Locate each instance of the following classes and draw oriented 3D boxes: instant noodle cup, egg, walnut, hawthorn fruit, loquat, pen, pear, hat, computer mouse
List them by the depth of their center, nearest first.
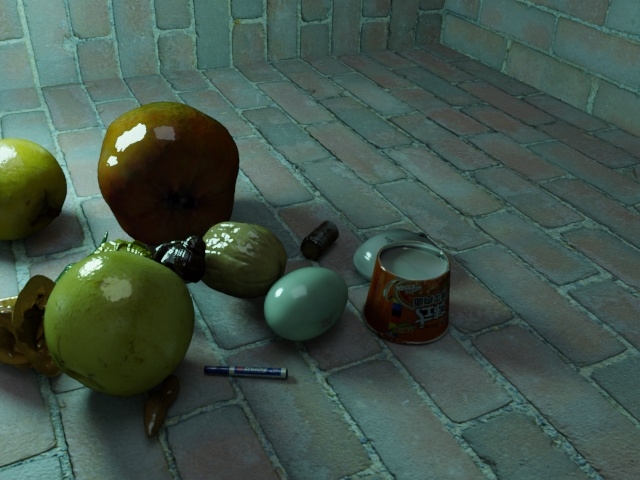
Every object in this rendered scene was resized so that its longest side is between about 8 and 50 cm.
[{"bbox_3d":[-0.459,0.187,1.532,0.349,0.348,0.348,2,32,-1],"label":"pear"},{"bbox_3d":[-0.182,0.319,1.626,0.204,0.025,0.025,3,32,0],"label":"pen"},{"bbox_3d":[-0.770,0.234,1.631,0.233,0.244,0.233,-16,6,11],"label":"hat"},{"bbox_3d":[-0.033,0.160,1.743,0.183,0.182,0.264,26,33,32],"label":"egg"},{"bbox_3d":[0.239,0.130,1.798,0.251,0.192,0.250,1,32,-1],"label":"instant noodle cup"},{"bbox_3d":[-0.218,0.053,1.803,0.261,0.224,0.225,15,34,27],"label":"walnut"},{"bbox_3d":[0.236,0.030,2.029,0.297,0.121,0.184,-19,37,-28],"label":"computer mouse"},{"bbox_3d":[-0.974,-0.169,2.065,0.360,0.328,0.328,32,38,6],"label":"loquat"},{"bbox_3d":[-0.462,-0.215,2.069,0.472,0.471,0.471,2,32,-1],"label":"hawthorn fruit"}]

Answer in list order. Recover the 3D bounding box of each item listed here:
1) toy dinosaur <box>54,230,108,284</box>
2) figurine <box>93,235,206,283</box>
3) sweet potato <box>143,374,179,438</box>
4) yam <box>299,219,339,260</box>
[{"bbox_3d":[-0.740,0.129,1.849,0.301,0.087,0.447,-8,35,2],"label":"toy dinosaur"},{"bbox_3d":[-0.432,0.076,1.754,0.315,0.187,0.168,-2,45,37],"label":"figurine"},{"bbox_3d":[-0.365,0.370,1.507,0.058,0.055,0.202,37,28,-14],"label":"sweet potato"},{"bbox_3d":[0.000,-0.002,2.100,0.079,0.079,0.141,18,35,23],"label":"yam"}]
